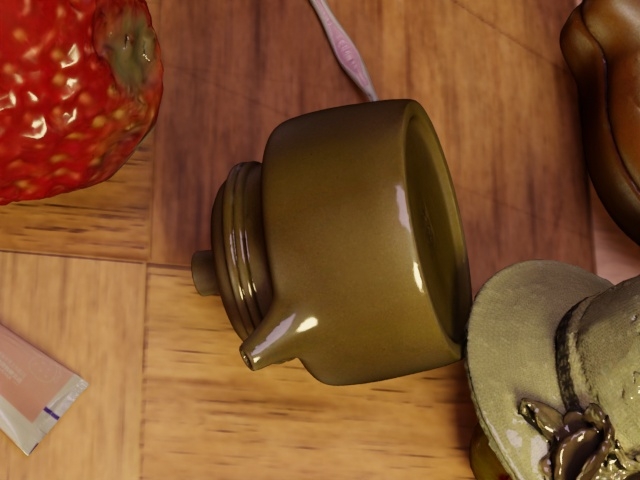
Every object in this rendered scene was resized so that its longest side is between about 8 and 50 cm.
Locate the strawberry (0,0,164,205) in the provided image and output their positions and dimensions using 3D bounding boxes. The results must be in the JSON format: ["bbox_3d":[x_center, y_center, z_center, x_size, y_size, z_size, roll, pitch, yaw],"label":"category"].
[{"bbox_3d":[-0.272,-0.145,1.218,0.310,0.292,0.292,38,62,9],"label":"strawberry"}]

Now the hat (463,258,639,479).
[{"bbox_3d":[0.231,0.091,1.259,0.257,0.130,0.257,24,45,-26],"label":"hat"}]

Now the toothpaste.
[{"bbox_3d":[-0.249,0.059,1.267,0.194,0.043,0.067,39,59,0],"label":"toothpaste"}]

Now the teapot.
[{"bbox_3d":[0.000,0.000,1.289,0.175,0.185,0.267,-9,30,14],"label":"teapot"}]

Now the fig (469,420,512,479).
[{"bbox_3d":[0.144,0.140,1.306,0.084,0.082,0.098,0,31,6],"label":"fig"}]

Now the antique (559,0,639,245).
[{"bbox_3d":[0.297,-0.082,1.414,0.223,0.129,0.278,-38,78,-27],"label":"antique"}]

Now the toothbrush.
[{"bbox_3d":[0.018,-0.147,1.441,0.017,0.022,0.204,-26,71,-6],"label":"toothbrush"}]
